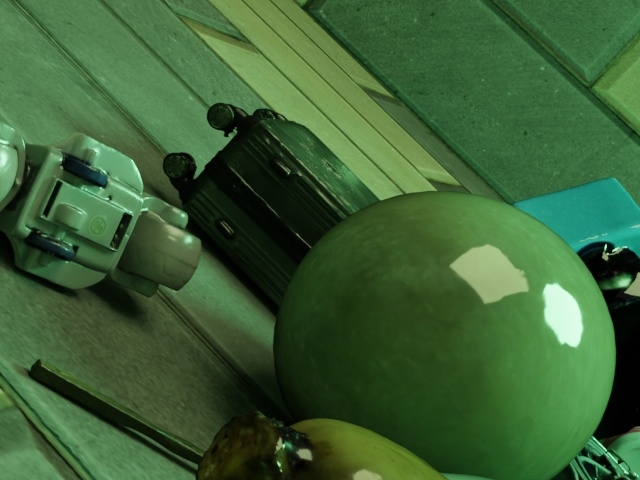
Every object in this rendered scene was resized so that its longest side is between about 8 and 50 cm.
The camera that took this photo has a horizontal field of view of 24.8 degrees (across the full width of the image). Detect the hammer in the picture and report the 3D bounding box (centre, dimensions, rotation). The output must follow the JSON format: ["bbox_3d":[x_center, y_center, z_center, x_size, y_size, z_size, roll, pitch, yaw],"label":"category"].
[{"bbox_3d":[-0.072,0.150,0.978,0.292,0.029,0.058,34,13,-27],"label":"hammer"}]

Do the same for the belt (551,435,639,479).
[{"bbox_3d":[0.262,0.269,1.396,0.206,0.116,0.267,51,12,17],"label":"belt"}]

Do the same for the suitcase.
[{"bbox_3d":[0.000,0.000,1.465,0.312,0.128,0.202,44,12,8],"label":"suitcase"}]

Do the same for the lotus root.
[{"bbox_3d":[0.024,0.193,0.797,0.257,0.154,0.140,48,15,-35],"label":"lotus root"}]

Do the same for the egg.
[{"bbox_3d":[0.104,0.090,1.178,0.258,0.258,0.352,49,6,27],"label":"egg"}]

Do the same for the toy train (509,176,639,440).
[{"bbox_3d":[0.308,0.098,1.746,0.300,0.188,0.265,91,-22,-44],"label":"toy train"}]

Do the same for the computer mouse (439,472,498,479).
[{"bbox_3d":[0.136,0.223,1.016,0.159,0.097,0.288,41,-11,25],"label":"computer mouse"}]

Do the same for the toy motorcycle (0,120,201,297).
[{"bbox_3d":[-0.194,-0.027,1.064,0.254,0.112,0.112,28,19,-45],"label":"toy motorcycle"}]

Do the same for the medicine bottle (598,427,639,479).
[{"bbox_3d":[0.383,0.247,1.918,0.090,0.090,0.216,38,12,-20],"label":"medicine bottle"}]
